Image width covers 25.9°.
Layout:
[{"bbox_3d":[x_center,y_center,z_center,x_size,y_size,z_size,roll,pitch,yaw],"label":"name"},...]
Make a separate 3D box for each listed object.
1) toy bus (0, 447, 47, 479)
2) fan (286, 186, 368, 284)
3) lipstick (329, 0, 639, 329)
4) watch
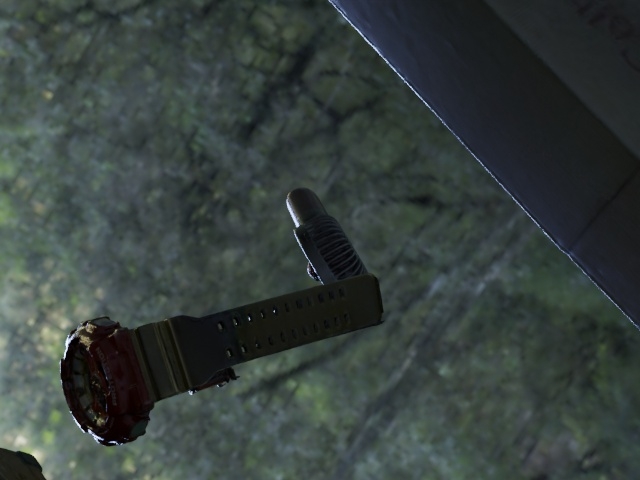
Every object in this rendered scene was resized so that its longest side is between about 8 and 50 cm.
[{"bbox_3d":[-0.342,0.236,1.081,0.323,0.162,0.194,29,-171,-49],"label":"toy bus"},{"bbox_3d":[0.000,0.000,2.017,0.130,0.074,0.244,57,-177,-33],"label":"fan"},{"bbox_3d":[0.095,-0.075,0.569,0.371,0.076,0.080,48,150,14],"label":"lipstick"},{"bbox_3d":[-0.085,0.091,1.157,0.268,0.165,0.102,-12,-99,-46],"label":"watch"}]
